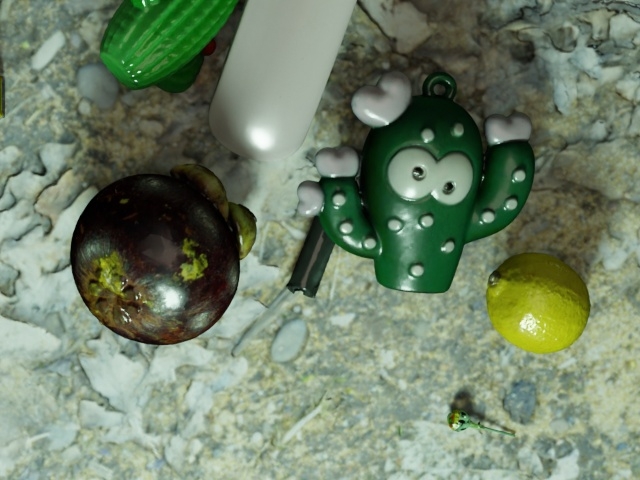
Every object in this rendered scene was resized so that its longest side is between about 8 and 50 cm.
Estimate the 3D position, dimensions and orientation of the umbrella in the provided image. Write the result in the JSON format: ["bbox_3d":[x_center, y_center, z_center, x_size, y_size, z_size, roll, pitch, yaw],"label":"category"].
[{"bbox_3d":[0.002,0.001,1.939,0.036,0.031,0.133,22,90,-32],"label":"umbrella"}]

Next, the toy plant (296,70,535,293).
[{"bbox_3d":[0.110,-0.066,1.905,0.233,0.112,0.243,31,93,-18],"label":"toy plant"}]

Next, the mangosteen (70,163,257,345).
[{"bbox_3d":[-0.157,0.007,1.863,0.217,0.192,0.192,-40,97,-41],"label":"mangosteen"}]

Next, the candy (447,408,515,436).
[{"bbox_3d":[0.183,0.209,1.970,0.083,0.023,0.025,14,76,-12],"label":"candy"}]

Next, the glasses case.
[{"bbox_3d":[-0.033,-0.227,1.880,0.113,0.075,0.296,19,105,-9],"label":"glasses case"}]

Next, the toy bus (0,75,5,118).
[{"bbox_3d":[-0.394,-0.155,1.880,0.102,0.058,0.052,0,92,-6],"label":"toy bus"}]

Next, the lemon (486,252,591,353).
[{"bbox_3d":[0.238,0.068,1.924,0.133,0.109,0.109,24,90,-23],"label":"lemon"}]

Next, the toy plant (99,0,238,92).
[{"bbox_3d":[-0.145,-0.267,1.865,0.155,0.088,0.240,20,100,-50],"label":"toy plant"}]
